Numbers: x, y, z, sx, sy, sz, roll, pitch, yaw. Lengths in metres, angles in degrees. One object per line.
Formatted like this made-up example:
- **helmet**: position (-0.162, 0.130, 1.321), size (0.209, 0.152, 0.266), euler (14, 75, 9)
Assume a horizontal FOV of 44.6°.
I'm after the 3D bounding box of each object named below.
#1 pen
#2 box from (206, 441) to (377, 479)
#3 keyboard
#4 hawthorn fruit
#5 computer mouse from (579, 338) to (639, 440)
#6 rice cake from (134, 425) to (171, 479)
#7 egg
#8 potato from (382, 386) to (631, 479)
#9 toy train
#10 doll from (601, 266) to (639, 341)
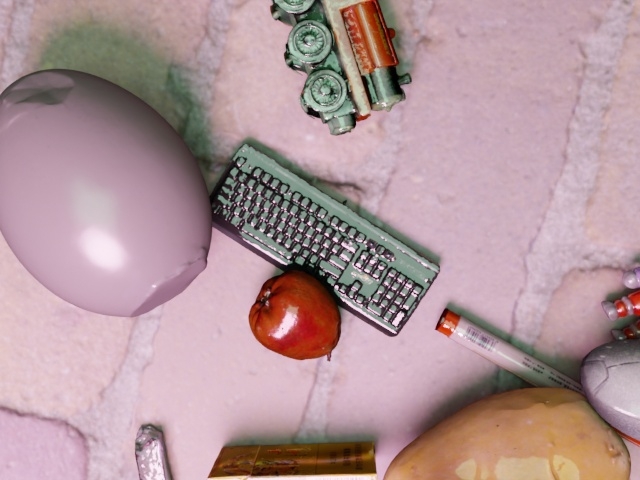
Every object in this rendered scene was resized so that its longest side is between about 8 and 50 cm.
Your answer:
- **pen**: position (0.219, 0.134, 0.757), size (0.239, 0.028, 0.028), euler (30, 94, 0)
- **box**: position (-0.024, 0.217, 0.743), size (0.156, 0.089, 0.022), euler (-2, 93, 4)
- **keyboard**: position (0.000, 0.000, 0.759), size (0.230, 0.025, 0.094), euler (31, 97, 0)
- **hawthorn fruit**: position (-0.018, 0.077, 0.743), size (0.093, 0.081, 0.081), euler (33, 95, -26)
- **computer mouse**: position (0.342, 0.144, 0.697), size (0.229, 0.113, 0.068), euler (19, 128, -13)
- **rice cake**: position (-0.155, 0.289, 0.779), size (0.033, 0.033, 0.208), euler (-9, 93, 1)
- **egg**: position (-0.197, -0.046, 0.688), size (0.176, 0.176, 0.232), euler (-31, 87, 4)
- **potato**: position (0.167, 0.228, 0.706), size (0.234, 0.146, 0.150), euler (-23, 49, -2)
- **toy train**: position (0.022, -0.191, 0.724), size (0.118, 0.074, 0.176), euler (-19, 91, 0)
- **doll**: position (0.380, 0.044, 0.721), size (0.227, 0.075, 0.102), euler (-23, 107, 13)
